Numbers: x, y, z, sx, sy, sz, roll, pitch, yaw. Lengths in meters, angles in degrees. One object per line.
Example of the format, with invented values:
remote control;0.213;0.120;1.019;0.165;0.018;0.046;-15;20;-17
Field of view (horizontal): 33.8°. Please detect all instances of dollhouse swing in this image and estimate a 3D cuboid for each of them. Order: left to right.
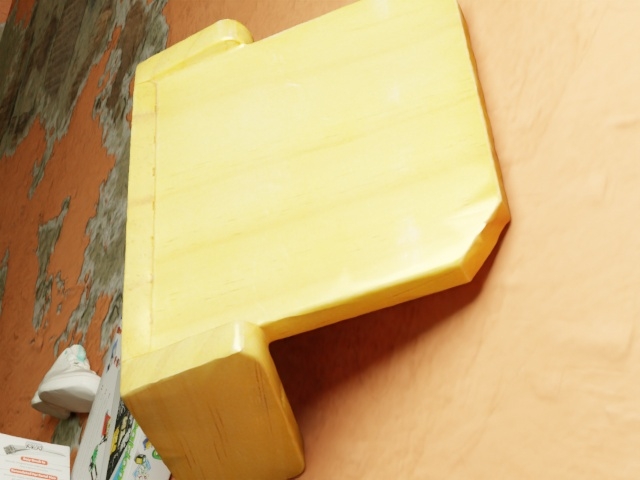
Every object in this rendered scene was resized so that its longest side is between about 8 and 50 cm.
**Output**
dollhouse swing;0.000;0.000;0.924;0.315;0.305;0.346;74;-172;-53

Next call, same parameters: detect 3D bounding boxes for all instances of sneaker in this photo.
sneaker;-0.339;0.184;1.435;0.212;0.080;0.094;-23;43;57

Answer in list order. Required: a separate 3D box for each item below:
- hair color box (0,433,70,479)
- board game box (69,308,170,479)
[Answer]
hair color box;-0.343;0.311;1.226;0.053;0.093;0.167;-57;30;30
board game box;-0.218;0.222;1.201;0.193;0.053;0.305;20;92;63
